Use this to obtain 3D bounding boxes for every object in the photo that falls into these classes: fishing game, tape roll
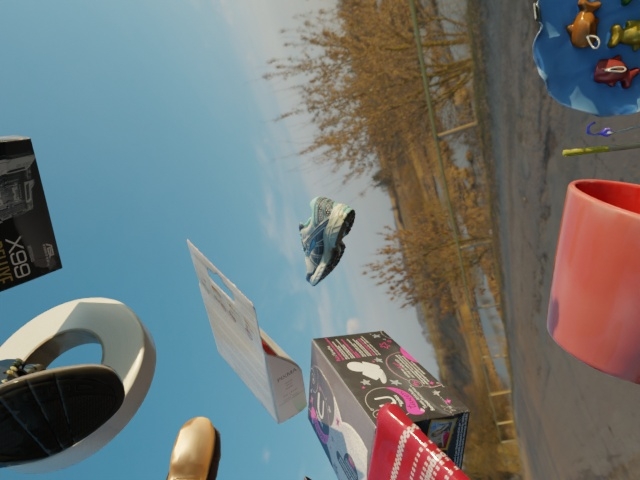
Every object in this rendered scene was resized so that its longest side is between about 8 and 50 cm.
[{"bbox_3d":[0.306,-0.215,0.407,0.041,0.189,0.264,-67,-25,-70],"label":"fishing game"},{"bbox_3d":[-0.575,0.308,0.947,0.072,0.392,0.392,79,-176,-48],"label":"tape roll"}]

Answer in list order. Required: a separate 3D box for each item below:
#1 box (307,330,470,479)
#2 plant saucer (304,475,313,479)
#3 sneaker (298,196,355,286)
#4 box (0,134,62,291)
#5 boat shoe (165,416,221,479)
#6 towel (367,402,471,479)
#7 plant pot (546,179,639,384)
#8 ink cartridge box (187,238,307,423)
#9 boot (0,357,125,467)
[{"bbox_3d":[0.081,0.265,0.632,0.247,0.142,0.163,-145,56,-68],"label":"box"},{"bbox_3d":[0.028,0.684,1.069,0.036,0.199,0.198,-52,-42,-20],"label":"plant saucer"},{"bbox_3d":[0.000,0.000,1.107,0.110,0.122,0.283,-39,-24,-46],"label":"sneaker"},{"bbox_3d":[-0.692,-0.042,0.846,0.242,0.077,0.307,-31,-52,-53],"label":"box"},{"bbox_3d":[-0.168,0.332,0.517,0.207,0.073,0.073,-75,-11,-48],"label":"boat shoe"},{"bbox_3d":[0.125,0.279,0.314,0.275,0.031,0.198,34,128,47],"label":"towel"},{"bbox_3d":[0.480,0.060,0.626,0.275,0.275,0.243,-73,-10,-67],"label":"plant pot"},{"bbox_3d":[-0.100,0.117,0.573,0.181,0.056,0.224,33,137,42],"label":"ink cartridge box"},{"bbox_3d":[-0.541,0.289,0.745,0.284,0.377,0.138,11,123,69],"label":"boot"}]
